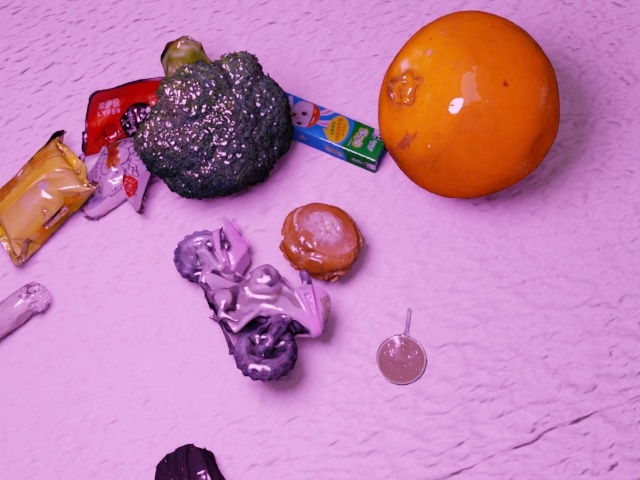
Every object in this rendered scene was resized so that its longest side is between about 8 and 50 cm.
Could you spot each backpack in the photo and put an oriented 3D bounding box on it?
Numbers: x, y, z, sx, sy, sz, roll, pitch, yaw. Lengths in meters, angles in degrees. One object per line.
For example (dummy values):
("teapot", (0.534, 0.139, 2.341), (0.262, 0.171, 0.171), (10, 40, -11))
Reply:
("backpack", (-0.189, 0.399, 1.353), (0.120, 0.106, 0.165), (-29, 51, 16))

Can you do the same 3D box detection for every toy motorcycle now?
("toy motorcycle", (-0.107, 0.083, 1.459), (0.188, 0.143, 0.327), (-27, 54, -15))

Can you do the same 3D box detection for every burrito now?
("burrito", (-0.552, 0.142, 1.506), (0.203, 0.064, 0.064), (-35, 70, -8))

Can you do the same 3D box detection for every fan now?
("fan", (0.138, 0.175, 1.465), (0.085, 0.005, 0.134), (9, 70, 9))

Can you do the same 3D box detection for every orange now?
("orange", (0.243, -0.220, 1.455), (0.311, 0.312, 0.312), (-2, 69, 4))

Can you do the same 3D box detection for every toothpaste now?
("toothpaste", (-0.006, -0.208, 1.602), (0.266, 0.050, 0.065), (24, 70, 13))

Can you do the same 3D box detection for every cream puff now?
("cream puff", (-0.003, 0.004, 1.490), (0.144, 0.103, 0.126), (39, 56, 4))

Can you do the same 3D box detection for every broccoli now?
("broccoli", (-0.185, -0.209, 1.510), (0.297, 0.298, 0.297), (-20, 53, -3))

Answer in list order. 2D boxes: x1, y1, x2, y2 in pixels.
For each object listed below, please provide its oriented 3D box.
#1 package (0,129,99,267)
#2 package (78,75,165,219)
("package", (-0.500, -0.076, 1.561), (0.226, 0.090, 0.168), (-42, 60, 1))
("package", (-0.358, -0.167, 1.609), (0.193, 0.071, 0.270), (-3, 64, 12))
